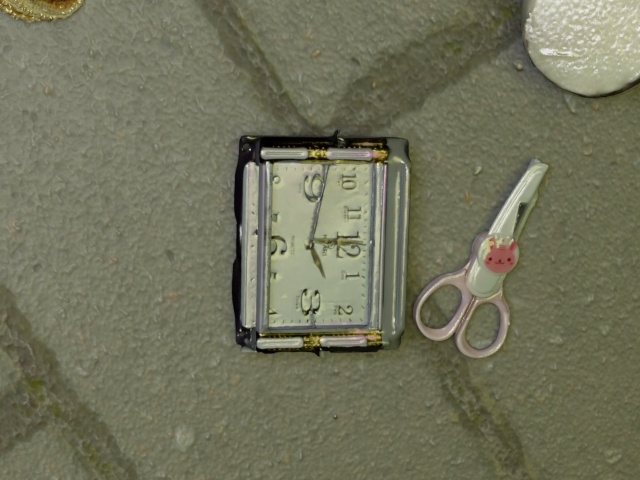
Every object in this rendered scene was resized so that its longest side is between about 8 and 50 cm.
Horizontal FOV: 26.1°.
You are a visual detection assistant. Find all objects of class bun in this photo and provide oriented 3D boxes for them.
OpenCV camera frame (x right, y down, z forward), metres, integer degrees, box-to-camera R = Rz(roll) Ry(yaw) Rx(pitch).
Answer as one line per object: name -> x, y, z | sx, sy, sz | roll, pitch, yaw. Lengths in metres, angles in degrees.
bun -> 0.311, -0.248, 1.546 | 0.172, 0.120, 0.173 | 4, 109, 11

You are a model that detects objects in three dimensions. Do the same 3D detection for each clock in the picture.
clock -> 0.000, 0.000, 1.529 | 0.186, 0.083, 0.253 | 0, 99, -14

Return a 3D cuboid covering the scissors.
scissors -> 0.200, 0.016, 1.607 | 0.118, 0.030, 0.242 | 24, 97, -16

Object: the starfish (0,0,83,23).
starfish -> -0.335, -0.285, 1.382 | 0.238, 0.216, 0.071 | 32, 57, -47
